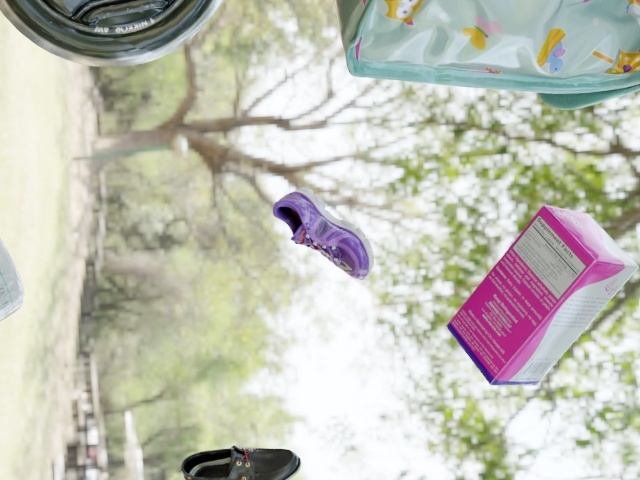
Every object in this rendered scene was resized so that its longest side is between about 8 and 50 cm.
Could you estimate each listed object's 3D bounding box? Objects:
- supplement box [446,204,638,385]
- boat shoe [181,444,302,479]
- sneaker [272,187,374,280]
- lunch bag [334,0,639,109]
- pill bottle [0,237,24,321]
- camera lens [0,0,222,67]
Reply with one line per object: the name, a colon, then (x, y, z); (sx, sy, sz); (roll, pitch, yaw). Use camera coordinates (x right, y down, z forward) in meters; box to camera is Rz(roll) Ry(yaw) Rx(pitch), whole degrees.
supplement box: (0.285, 0.074, 1.578); (0.220, 0.111, 0.114); (-53, -127, 24)
boat shoe: (-0.087, 0.248, 1.326); (0.049, 0.133, 0.042); (-85, 160, -50)
sneaker: (0.000, 0.000, 1.633); (0.170, 0.071, 0.068); (39, -50, 25)
lunch bag: (0.142, -0.214, 0.857); (0.223, 0.262, 0.160); (-99, -162, -44)
pill bottle: (-0.573, 0.087, 1.513); (0.204, 0.361, 0.204); (43, -27, 29)
camera lens: (-0.197, -0.282, 1.112); (0.274, 0.219, 0.219); (-124, -149, -70)
